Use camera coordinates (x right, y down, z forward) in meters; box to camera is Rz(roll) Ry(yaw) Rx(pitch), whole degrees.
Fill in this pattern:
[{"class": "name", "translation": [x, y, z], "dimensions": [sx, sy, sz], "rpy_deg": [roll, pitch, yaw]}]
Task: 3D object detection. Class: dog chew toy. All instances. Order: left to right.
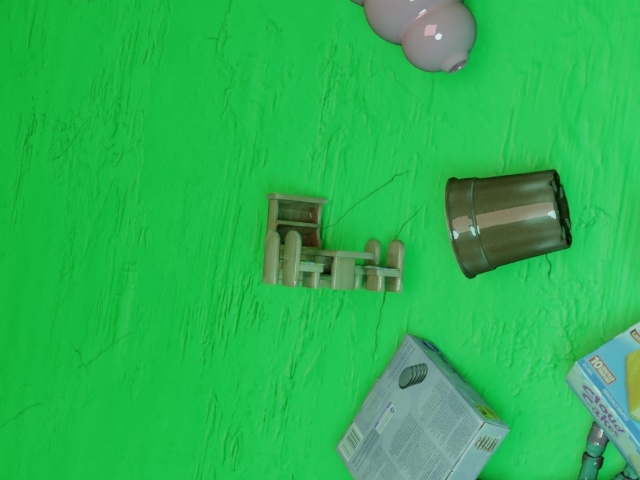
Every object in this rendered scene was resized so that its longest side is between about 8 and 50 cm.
[{"class": "dog chew toy", "translation": [0.148, -0.427, 1.520], "dimensions": [0.206, 0.206, 0.332], "rpy_deg": [-36, 75, 25]}]

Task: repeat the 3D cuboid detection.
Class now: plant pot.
[{"class": "plant pot", "translation": [0.298, -0.034, 1.409], "dimensions": [0.165, 0.167, 0.167], "rpy_deg": [-11, 79, 23]}]

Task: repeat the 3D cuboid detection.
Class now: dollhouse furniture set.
[{"class": "dollhouse furniture set", "translation": [0.000, 0.000, 1.564], "dimensions": [0.242, 0.212, 0.161], "rpy_deg": [2, 87, 60]}]

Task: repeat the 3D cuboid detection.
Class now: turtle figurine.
[{"class": "turtle figurine", "translation": [0.397, 0.395, 1.323], "dimensions": [0.175, 0.118, 0.234], "rpy_deg": [29, 91, 21]}]

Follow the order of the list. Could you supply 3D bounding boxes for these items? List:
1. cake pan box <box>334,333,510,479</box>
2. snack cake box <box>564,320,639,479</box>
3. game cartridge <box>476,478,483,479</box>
[{"class": "cake pan box", "translation": [0.152, 0.328, 1.462], "dimensions": [0.267, 0.070, 0.246], "rpy_deg": [-60, 34, 12]}, {"class": "snack cake box", "translation": [0.486, 0.250, 1.251], "dimensions": [0.152, 0.089, 0.264], "rpy_deg": [-30, 66, -11]}, {"class": "game cartridge", "translation": [0.243, 0.521, 1.389], "dimensions": [0.196, 0.060, 0.294], "rpy_deg": [-10, 78, 62]}]
